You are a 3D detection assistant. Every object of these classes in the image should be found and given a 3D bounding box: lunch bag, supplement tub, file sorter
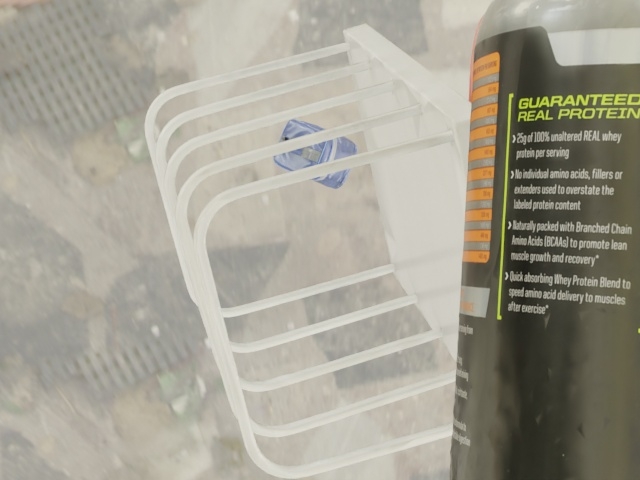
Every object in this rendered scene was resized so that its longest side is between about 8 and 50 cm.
[{"bbox_3d":[-0.012,-0.111,1.769,0.098,0.065,0.067,26,96,45],"label":"lunch bag"},{"bbox_3d":[0.157,0.003,0.609,0.194,0.193,0.316,4,90,3],"label":"supplement tub"},{"bbox_3d":[0.000,0.000,0.895,0.173,0.277,0.192,-16,111,-7],"label":"file sorter"}]

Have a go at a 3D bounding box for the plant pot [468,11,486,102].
[{"bbox_3d":[0.252,-0.047,0.993,0.243,0.275,0.275,-8,69,19],"label":"plant pot"}]
